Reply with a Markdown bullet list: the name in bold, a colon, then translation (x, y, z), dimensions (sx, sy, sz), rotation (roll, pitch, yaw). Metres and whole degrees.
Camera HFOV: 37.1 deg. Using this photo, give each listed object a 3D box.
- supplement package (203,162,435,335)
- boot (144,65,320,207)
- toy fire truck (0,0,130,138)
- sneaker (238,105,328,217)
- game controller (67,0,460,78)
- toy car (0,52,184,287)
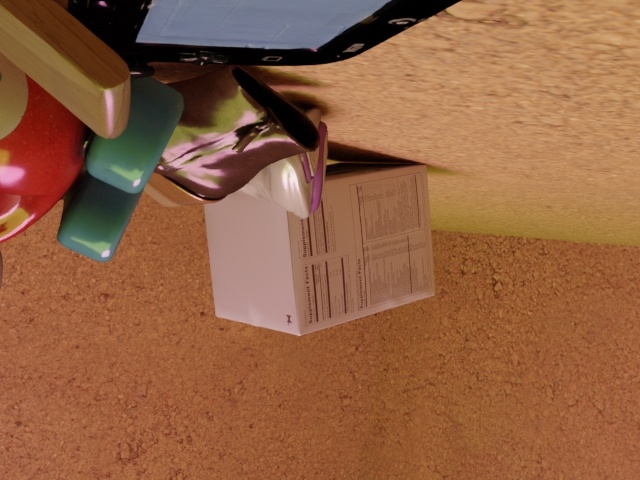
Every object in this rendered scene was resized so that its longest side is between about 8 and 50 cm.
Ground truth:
- **supplement package**: translation (0.000, 0.000, 1.369), dimensions (0.262, 0.198, 0.199), rotation (-13, -168, -39)
- **boot**: translation (-0.147, -0.125, 0.860), dimensions (0.206, 0.090, 0.248), rotation (-20, 137, 40)
- **toy fire truck**: translation (-0.183, -0.109, 0.276), dimensions (0.246, 0.159, 0.217), rotation (-4, -179, -13)
- **sneaker**: translation (-0.073, -0.087, 1.054), dimensions (0.152, 0.114, 0.305), rotation (7, 179, -8)
- **game controller**: translation (-0.026, -0.115, 0.427), dimensions (0.166, 0.067, 0.319), rotation (8, 180, -15)
- **toy car**: translation (-0.236, -0.015, 0.578), dimensions (0.219, 0.238, 0.210), rotation (25, 147, -11)
